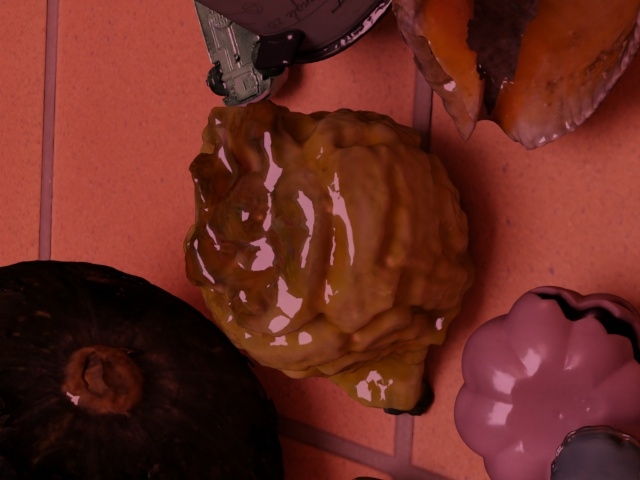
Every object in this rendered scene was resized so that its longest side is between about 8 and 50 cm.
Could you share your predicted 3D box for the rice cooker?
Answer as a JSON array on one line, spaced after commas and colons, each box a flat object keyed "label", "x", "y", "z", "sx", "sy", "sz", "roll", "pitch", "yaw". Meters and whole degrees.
[{"label": "rice cooker", "x": -0.026, "y": -0.296, "z": 1.440, "sx": 0.241, "sy": 0.227, "sz": 0.281, "roll": -1, "pitch": 70, "yaw": 49}]

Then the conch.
[{"label": "conch", "x": 0.165, "y": -0.256, "z": 1.251, "sx": 0.297, "sy": 0.210, "sz": 0.352, "roll": 21, "pitch": 142, "yaw": 44}]

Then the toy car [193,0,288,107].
[{"label": "toy car", "x": -0.082, "y": -0.247, "z": 1.621, "sx": 0.090, "sy": 0.076, "sz": 0.224, "roll": -17, "pitch": 87, "yaw": 47}]

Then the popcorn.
[{"label": "popcorn", "x": -0.006, "y": -0.001, "z": 1.426, "sx": 0.293, "sy": 0.237, "sz": 0.293, "roll": 1, "pitch": 92, "yaw": 46}]

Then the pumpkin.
[{"label": "pumpkin", "x": -0.251, "y": 0.225, "z": 1.568, "sx": 0.344, "sy": 0.454, "sz": 0.454, "roll": -51, "pitch": 56, "yaw": 40}]

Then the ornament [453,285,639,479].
[{"label": "ornament", "x": 0.195, "y": 0.121, "z": 1.259, "sx": 0.177, "sy": 0.177, "sz": 0.178, "roll": 4, "pitch": 96, "yaw": 49}]

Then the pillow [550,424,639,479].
[{"label": "pillow", "x": 0.279, "y": 0.231, "z": 1.138, "sx": 0.233, "sy": 0.086, "sz": 0.214, "roll": -9, "pitch": 85, "yaw": 10}]

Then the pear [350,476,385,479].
[{"label": "pear", "x": 0.062, "y": 0.293, "z": 1.467, "sx": 0.141, "sy": 0.104, "sz": 0.141, "roll": -159, "pitch": 90, "yaw": -76}]
